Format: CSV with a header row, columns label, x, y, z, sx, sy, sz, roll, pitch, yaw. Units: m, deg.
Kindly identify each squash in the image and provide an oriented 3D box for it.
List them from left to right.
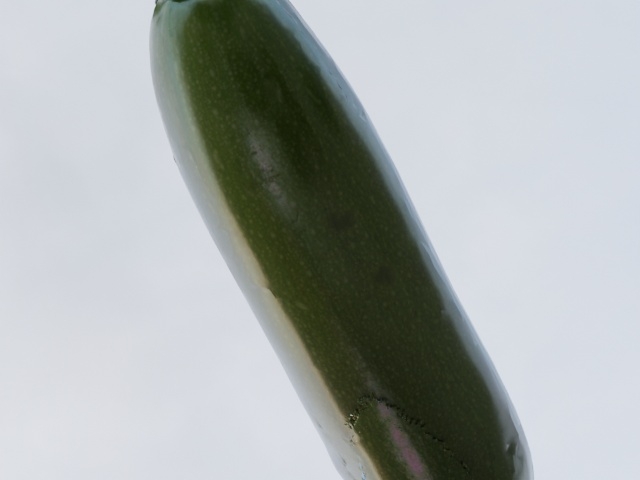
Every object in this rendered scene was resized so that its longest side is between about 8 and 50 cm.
label,x,y,z,sx,sy,sz,roll,pitch,yaw
squash,0.002,0.000,0.526,0.087,0.087,0.331,-29,-76,-7
